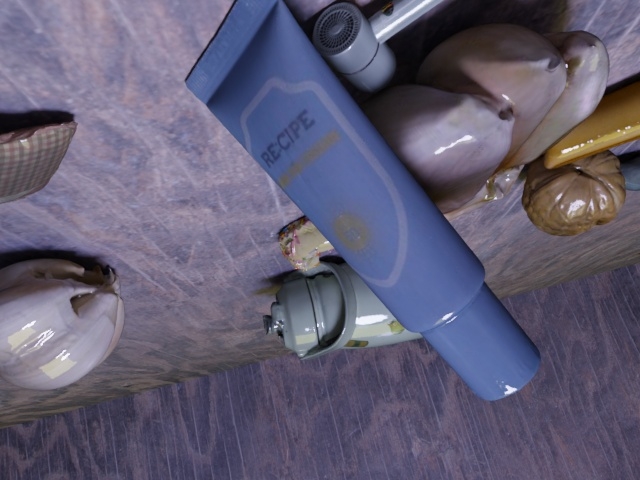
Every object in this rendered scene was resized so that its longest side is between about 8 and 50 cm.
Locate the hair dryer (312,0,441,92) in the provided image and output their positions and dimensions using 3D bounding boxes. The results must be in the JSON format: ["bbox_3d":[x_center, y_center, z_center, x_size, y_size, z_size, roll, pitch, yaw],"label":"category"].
[{"bbox_3d":[0.068,-0.185,0.434,0.137,0.047,0.082,-31,158,23],"label":"hair dryer"}]

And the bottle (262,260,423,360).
[{"bbox_3d":[0.046,0.143,1.151,0.351,0.229,0.229,-9,162,-7],"label":"bottle"}]

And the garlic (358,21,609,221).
[{"bbox_3d":[0.141,-0.109,0.551,0.279,0.132,0.325,-31,161,5],"label":"garlic"}]

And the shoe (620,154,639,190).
[{"bbox_3d":[0.612,-0.140,0.986,0.195,0.079,0.078,3,121,-25],"label":"shoe"}]

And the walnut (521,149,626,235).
[{"bbox_3d":[0.411,-0.080,0.852,0.155,0.155,0.184,-19,164,12],"label":"walnut"}]

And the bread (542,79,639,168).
[{"bbox_3d":[0.414,-0.171,0.697,0.239,0.074,0.092,-21,177,22],"label":"bread"}]

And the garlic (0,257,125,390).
[{"bbox_3d":[-0.381,0.123,0.774,0.203,0.185,0.281,-30,162,-4],"label":"garlic"}]

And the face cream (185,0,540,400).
[{"bbox_3d":[0.042,-0.024,0.440,0.135,0.385,0.086,-35,-171,47],"label":"face cream"}]

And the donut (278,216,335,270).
[{"bbox_3d":[-0.005,0.001,0.890,0.166,0.065,0.108,-25,159,29],"label":"donut"}]

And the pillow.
[{"bbox_3d":[-0.317,-0.046,0.444,0.135,0.034,0.211,-30,-178,46],"label":"pillow"}]
